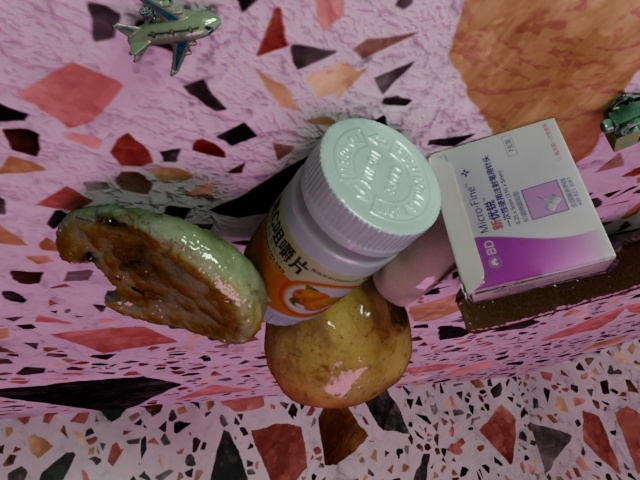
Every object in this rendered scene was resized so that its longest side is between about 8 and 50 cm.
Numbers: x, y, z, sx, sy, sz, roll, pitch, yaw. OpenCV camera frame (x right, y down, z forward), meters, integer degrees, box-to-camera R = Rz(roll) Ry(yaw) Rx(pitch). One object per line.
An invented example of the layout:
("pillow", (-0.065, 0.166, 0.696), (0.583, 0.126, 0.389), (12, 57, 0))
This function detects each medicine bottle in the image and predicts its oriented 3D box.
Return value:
("medicine bottle", (0.238, -0.036, 0.584), (0.171, 0.201, 0.052), (-15, 156, 12))
("medicine bottle", (0.000, 0.000, 0.623), (0.158, 0.158, 0.318), (4, 151, -26))

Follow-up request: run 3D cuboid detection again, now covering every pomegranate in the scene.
("pomegranate", (0.030, 0.173, 0.867), (0.281, 0.281, 0.281), (-8, 154, -4))

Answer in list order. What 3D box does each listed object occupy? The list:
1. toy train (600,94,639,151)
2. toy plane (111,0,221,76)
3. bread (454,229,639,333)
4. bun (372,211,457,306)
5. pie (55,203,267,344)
("toy train", (0.408, -0.155, 0.572), (0.122, 0.050, 0.081), (-21, 156, 21))
("toy plane", (-0.122, -0.172, 0.380), (0.083, 0.033, 0.080), (-16, 153, -2))
("bread", (0.497, 0.083, 0.973), (0.416, 0.113, 0.165), (-21, 174, 19))
("bun", (0.152, 0.018, 0.750), (0.173, 0.120, 0.173), (-39, 174, -5))
("pie", (-0.208, 0.056, 0.641), (0.302, 0.067, 0.303), (16, 143, 12))
